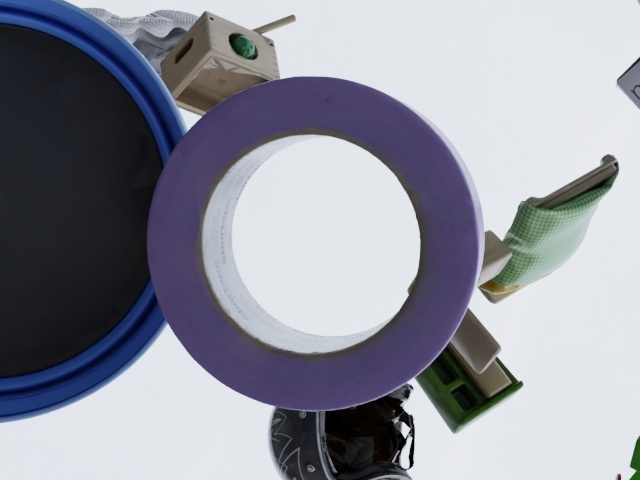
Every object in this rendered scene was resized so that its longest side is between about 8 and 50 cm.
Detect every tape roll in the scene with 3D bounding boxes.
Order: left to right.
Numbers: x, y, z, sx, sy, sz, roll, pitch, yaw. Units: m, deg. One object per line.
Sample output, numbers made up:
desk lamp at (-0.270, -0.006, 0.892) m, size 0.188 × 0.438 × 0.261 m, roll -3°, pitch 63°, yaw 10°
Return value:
tape roll at (0.000, 0.000, 0.783) m, size 0.189 × 0.189 × 0.080 m, roll -58°, pitch 175°, yaw 7°

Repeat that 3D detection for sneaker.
sneaker at (-0.295, -0.265, 2.022) m, size 0.101 × 0.268 × 0.153 m, roll 41°, pitch -51°, yaw 52°

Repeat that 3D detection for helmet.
helmet at (0.020, 0.220, 1.503) m, size 0.169 × 0.161 × 0.169 m, roll -175°, pitch -90°, yaw -83°

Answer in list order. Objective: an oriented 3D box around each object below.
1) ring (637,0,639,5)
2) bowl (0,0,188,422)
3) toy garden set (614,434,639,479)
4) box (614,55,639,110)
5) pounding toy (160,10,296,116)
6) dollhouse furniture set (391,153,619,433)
ring at (0.375, -0.112, 1.081) m, size 0.032 × 0.336 × 0.336 m, roll -44°, pitch -141°, yaw 7°
bowl at (-0.303, -0.033, 1.204) m, size 0.391 × 0.391 × 0.077 m, roll -62°, pitch -172°, yaw 1°
toy garden set at (0.365, 0.331, 1.549) m, size 0.049 × 0.204 × 0.244 m, roll 23°, pitch -54°, yaw 28°
box at (0.441, -0.127, 1.455) m, size 0.127 × 0.262 × 0.231 m, roll -42°, pitch -96°, yaw 16°
pounding toy at (-0.116, -0.236, 1.743) m, size 0.141 × 0.130 × 0.100 m, roll -43°, pitch -137°, yaw 36°
dollhouse furniture set at (0.250, 0.058, 1.557) m, size 0.151 × 0.301 × 0.197 m, roll 52°, pitch -31°, yaw 17°
